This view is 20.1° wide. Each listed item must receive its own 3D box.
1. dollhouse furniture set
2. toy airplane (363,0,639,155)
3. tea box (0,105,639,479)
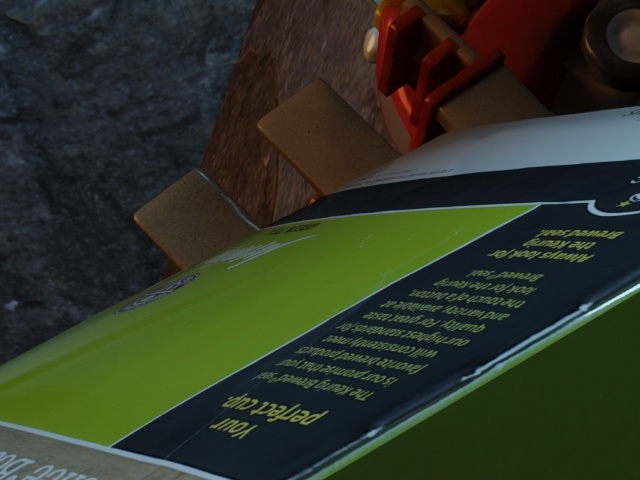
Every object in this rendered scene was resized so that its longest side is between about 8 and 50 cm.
[{"bbox_3d":[0.000,0.000,0.954,0.259,0.135,0.262,-38,-19,-21],"label":"dollhouse furniture set"},{"bbox_3d":[0.112,-0.253,1.170,0.384,0.272,0.386,-68,-12,-65],"label":"toy airplane"},{"bbox_3d":[0.046,0.107,0.628,0.329,0.324,0.220,-1,113,63],"label":"tea box"}]
